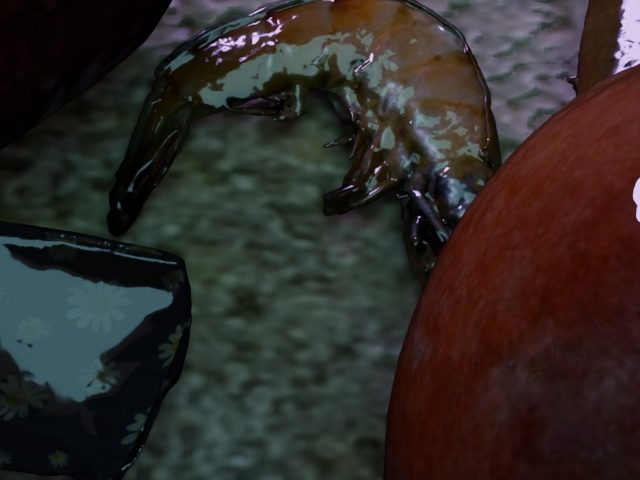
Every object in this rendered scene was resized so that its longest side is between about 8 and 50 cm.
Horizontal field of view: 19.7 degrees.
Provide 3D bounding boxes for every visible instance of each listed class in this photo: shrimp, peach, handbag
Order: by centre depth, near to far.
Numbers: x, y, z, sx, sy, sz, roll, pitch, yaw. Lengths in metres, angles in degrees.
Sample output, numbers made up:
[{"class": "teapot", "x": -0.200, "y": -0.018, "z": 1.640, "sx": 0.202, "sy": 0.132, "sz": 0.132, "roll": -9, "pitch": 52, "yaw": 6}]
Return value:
[{"class": "peach", "x": 0.140, "y": 0.066, "z": 0.542, "sx": 0.252, "sy": 0.252, "sz": 0.252, "roll": 2, "pitch": 71, "yaw": -6}, {"class": "handbag", "x": -0.108, "y": 0.065, "z": 0.618, "sx": 0.115, "sy": 0.072, "sz": 0.139, "roll": 11, "pitch": 83, "yaw": -2}, {"class": "shrimp", "x": 0.000, "y": -0.001, "z": 0.662, "sx": 0.148, "sy": 0.035, "sz": 0.195, "roll": -9, "pitch": 68, "yaw": -11}]

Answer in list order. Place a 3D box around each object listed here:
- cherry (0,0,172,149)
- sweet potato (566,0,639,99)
[{"class": "cherry", "x": -0.162, "y": -0.131, "z": 0.588, "sx": 0.296, "sy": 0.218, "sz": 0.255, "roll": 32, "pitch": 53, "yaw": 17}, {"class": "sweet potato", "x": 0.143, "y": -0.094, "z": 0.698, "sx": 0.077, "sy": 0.077, "sz": 0.243, "roll": 20, "pitch": 63, "yaw": 0}]
